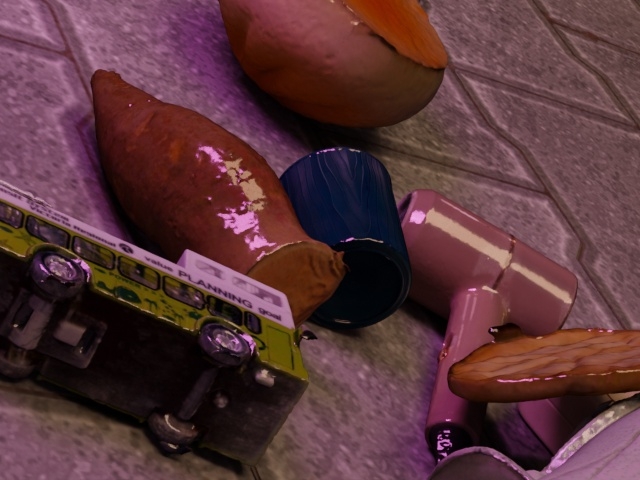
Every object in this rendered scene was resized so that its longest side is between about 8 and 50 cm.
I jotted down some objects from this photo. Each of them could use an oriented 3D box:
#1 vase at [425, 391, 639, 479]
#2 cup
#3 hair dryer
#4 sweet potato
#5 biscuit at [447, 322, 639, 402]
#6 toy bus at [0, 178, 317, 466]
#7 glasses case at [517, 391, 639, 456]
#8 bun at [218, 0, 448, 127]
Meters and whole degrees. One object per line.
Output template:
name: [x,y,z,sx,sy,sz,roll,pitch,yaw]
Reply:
vase: [0.262,0.236,1.466,0.445,0.250,0.250,-3,45,-44]
cup: [0.006,0.007,1.695,0.138,0.150,0.113,-103,166,-51]
hair dryer: [0.126,0.095,1.691,0.189,0.107,0.344,31,33,-8]
sweet potato: [-0.114,-0.054,1.604,0.131,0.131,0.337,1,43,-48]
biscuit: [0.221,0.107,1.584,0.260,0.041,0.203,-9,13,-32]
toy bus: [-0.160,0.054,1.403,0.301,0.113,0.139,25,24,-17]
glasses case: [0.340,0.170,1.824,0.336,0.076,0.144,-4,47,-52]
bun: [-0.011,-0.234,1.981,0.299,0.165,0.299,43,20,-19]
